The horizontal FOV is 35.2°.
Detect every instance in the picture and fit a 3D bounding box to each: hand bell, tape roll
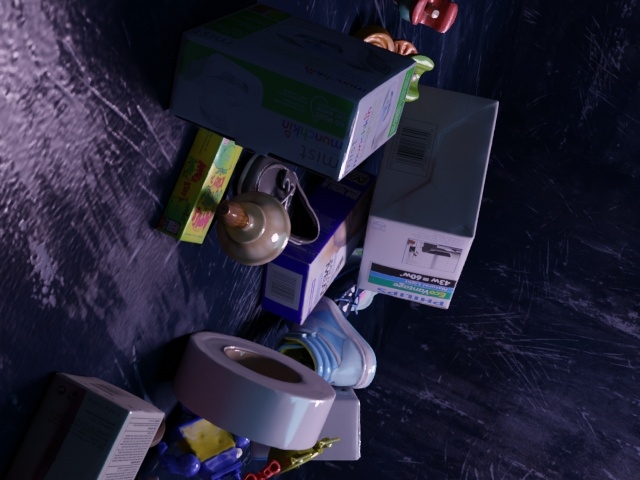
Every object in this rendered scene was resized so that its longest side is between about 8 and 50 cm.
[{"bbox_3d":[-0.126,-0.035,1.574,0.242,0.126,0.126,46,68,-80],"label":"hand bell"},{"bbox_3d":[-0.120,0.264,1.806,0.100,0.286,0.286,-68,166,6],"label":"tape roll"}]

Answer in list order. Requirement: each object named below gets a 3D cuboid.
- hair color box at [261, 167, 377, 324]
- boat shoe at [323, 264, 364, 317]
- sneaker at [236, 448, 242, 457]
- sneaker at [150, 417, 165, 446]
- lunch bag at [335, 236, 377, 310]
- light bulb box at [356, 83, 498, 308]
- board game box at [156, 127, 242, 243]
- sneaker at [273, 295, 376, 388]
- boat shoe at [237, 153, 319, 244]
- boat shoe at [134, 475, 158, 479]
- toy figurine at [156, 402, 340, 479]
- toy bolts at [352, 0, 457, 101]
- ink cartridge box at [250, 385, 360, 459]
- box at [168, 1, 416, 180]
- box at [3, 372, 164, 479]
[{"bbox_3d":[0.000,0.000,2.184,0.339,0.110,0.185,-55,161,-44],"label":"hair color box"},{"bbox_3d":[0.042,0.152,2.393,0.258,0.089,0.109,-36,152,1],"label":"boat shoe"},{"bbox_3d":[-0.186,0.373,2.152,0.080,0.081,0.211,-40,149,-58],"label":"sneaker"},{"bbox_3d":[-0.298,0.298,1.645,0.071,0.066,0.188,-70,166,12],"label":"sneaker"},{"bbox_3d":[0.096,0.044,2.515,0.262,0.160,0.223,-33,149,-43],"label":"lunch bag"},{"bbox_3d":[0.234,-0.093,2.251,0.361,0.225,0.358,96,8,-62],"label":"light bulb box"},{"bbox_3d":[-0.176,-0.088,1.516,0.181,0.043,0.092,-67,166,2],"label":"board game box"},{"bbox_3d":[-0.042,0.207,2.187,0.208,0.319,0.127,3,113,-37],"label":"sneaker"},{"bbox_3d":[-0.065,-0.072,1.842,0.112,0.095,0.335,-64,166,-10],"label":"boat shoe"},{"bbox_3d":[-0.344,0.537,1.806,0.117,0.096,0.324,-106,-158,-43],"label":"boat shoe"},{"bbox_3d":[-0.174,0.371,1.896,0.362,0.217,0.191,-23,164,-31],"label":"toy figurine"},{"bbox_3d":[0.142,-0.433,2.053,0.218,0.158,0.229,15,114,-36],"label":"toy bolts"},{"bbox_3d":[-0.041,0.374,2.178,0.307,0.223,0.129,-152,-118,-85],"label":"ink cartridge box"},{"bbox_3d":[-0.036,-0.209,1.389,0.231,0.261,0.127,-41,151,-58],"label":"box"},{"bbox_3d":[-0.338,0.315,1.401,0.232,0.126,0.148,-65,166,-6],"label":"box"}]
